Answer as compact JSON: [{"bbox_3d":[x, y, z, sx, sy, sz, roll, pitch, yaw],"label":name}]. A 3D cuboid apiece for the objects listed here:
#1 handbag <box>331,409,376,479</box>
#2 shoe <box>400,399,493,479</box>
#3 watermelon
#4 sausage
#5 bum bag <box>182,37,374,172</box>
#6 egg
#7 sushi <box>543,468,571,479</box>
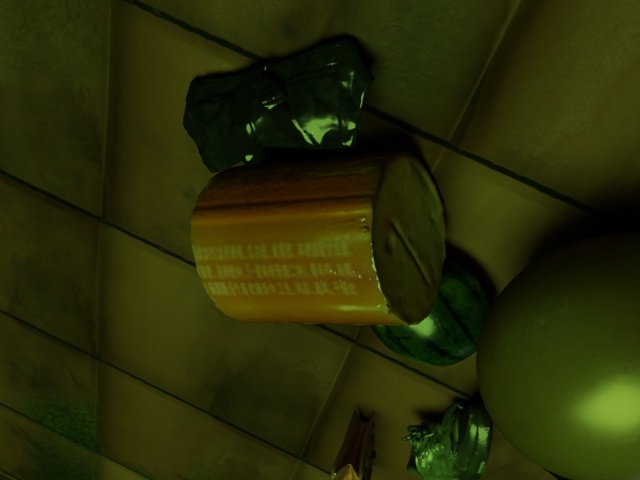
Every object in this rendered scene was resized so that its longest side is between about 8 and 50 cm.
[{"bbox_3d":[0.067,0.445,1.666,0.059,0.157,0.212,9,138,11],"label":"handbag"},{"bbox_3d":[0.216,0.357,1.518,0.149,0.109,0.293,13,143,9],"label":"shoe"},{"bbox_3d":[0.143,0.105,1.284,0.204,0.127,0.232,-16,120,48],"label":"watermelon"},{"bbox_3d":[0.000,0.000,1.178,0.287,0.233,0.233,-1,132,31],"label":"sausage"},{"bbox_3d":[-0.062,-0.171,1.133,0.310,0.074,0.137,-7,94,36],"label":"bum bag"},{"bbox_3d":[0.363,0.143,1.053,0.301,0.301,0.374,38,147,-11],"label":"egg"},{"bbox_3d":[0.483,0.303,1.220,0.348,0.234,0.207,15,148,52],"label":"sushi"}]
